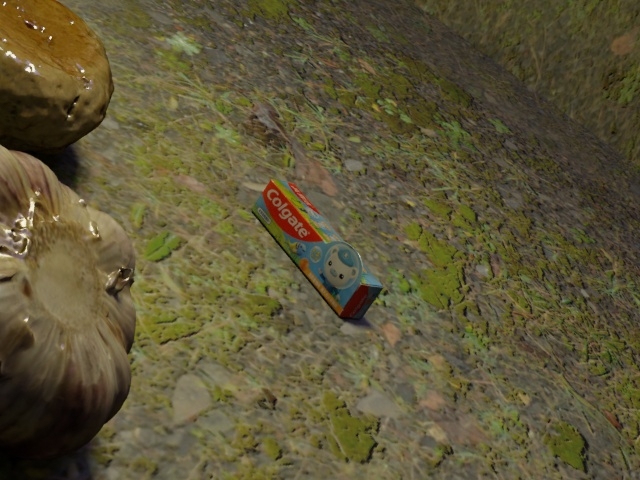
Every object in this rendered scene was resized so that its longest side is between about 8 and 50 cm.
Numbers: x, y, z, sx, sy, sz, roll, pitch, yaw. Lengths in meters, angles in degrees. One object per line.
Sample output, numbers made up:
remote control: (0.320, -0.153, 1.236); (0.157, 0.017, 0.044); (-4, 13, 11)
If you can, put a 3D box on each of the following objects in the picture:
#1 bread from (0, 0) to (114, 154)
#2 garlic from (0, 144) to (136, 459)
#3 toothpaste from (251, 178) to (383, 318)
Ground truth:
bread: (-0.323, -0.178, 1.591); (0.230, 0.123, 0.230); (30, 26, -16)
garlic: (-0.243, 0.047, 1.162); (0.245, 0.160, 0.245); (34, 47, -46)
toothpaste: (0.000, 0.000, 1.785); (0.044, 0.070, 0.193); (9, 32, -48)
